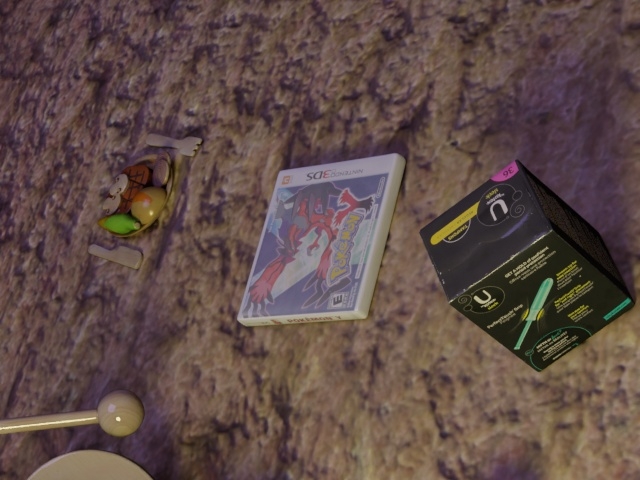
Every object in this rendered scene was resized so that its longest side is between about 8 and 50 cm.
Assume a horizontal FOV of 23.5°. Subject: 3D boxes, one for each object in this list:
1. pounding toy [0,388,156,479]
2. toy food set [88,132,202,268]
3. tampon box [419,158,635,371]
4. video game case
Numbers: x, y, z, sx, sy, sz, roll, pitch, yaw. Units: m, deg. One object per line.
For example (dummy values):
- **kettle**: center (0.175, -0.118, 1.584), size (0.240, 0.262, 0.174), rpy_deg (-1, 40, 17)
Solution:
- **pounding toy**: center (-0.254, 0.292, 1.720), size (0.183, 0.110, 0.236), rpy_deg (-12, 89, 2)
- **toy food set**: center (-0.242, -0.063, 2.014), size (0.132, 0.038, 0.192), rpy_deg (12, 72, 47)
- **tampon box**: center (0.195, 0.025, 1.453), size (0.120, 0.161, 0.101), rpy_deg (-37, 44, 18)
- **video game case**: center (0.000, 0.000, 1.758), size (0.183, 0.023, 0.201), rpy_deg (-6, 59, 41)
